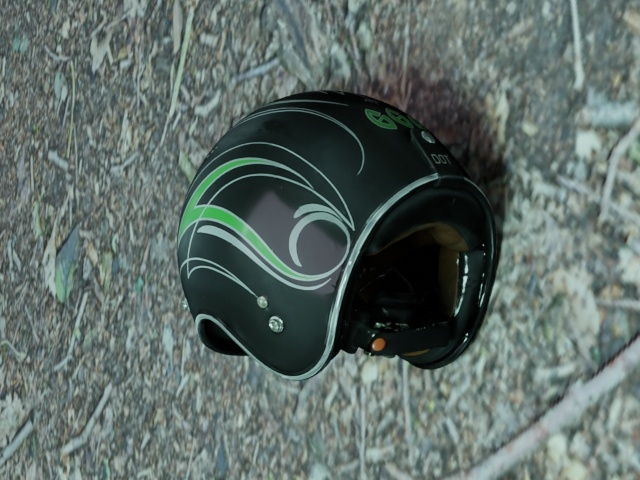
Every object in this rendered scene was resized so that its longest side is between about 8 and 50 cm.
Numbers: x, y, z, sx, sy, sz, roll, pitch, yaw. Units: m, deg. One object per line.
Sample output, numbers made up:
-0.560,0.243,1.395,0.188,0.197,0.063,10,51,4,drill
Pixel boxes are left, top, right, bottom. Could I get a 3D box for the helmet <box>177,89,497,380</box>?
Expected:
0.000,0.000,0.831,0.161,0.169,0.169,28,110,42,helmet
